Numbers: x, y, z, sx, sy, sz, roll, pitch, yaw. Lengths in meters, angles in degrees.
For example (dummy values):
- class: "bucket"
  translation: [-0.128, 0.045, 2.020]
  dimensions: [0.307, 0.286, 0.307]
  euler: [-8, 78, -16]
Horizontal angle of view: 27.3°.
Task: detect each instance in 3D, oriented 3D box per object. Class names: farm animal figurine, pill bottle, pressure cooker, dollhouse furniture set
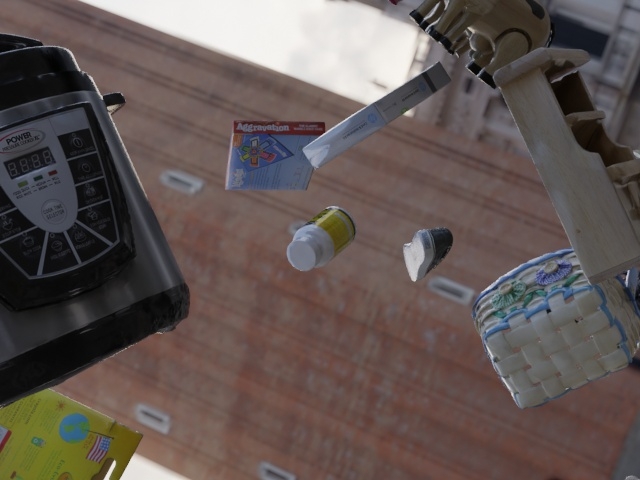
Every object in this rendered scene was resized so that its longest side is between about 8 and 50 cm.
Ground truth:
- class: "farm animal figurine"
  translation: [0.205, -0.347, 1.806]
  dimensions: [0.327, 0.330, 0.172]
  euler: [35, -79, -33]
- class: "pill bottle"
  translation: [0.000, 0.000, 1.887]
  dimensions: [0.116, 0.065, 0.065]
  euler: [-40, -31, -54]
- class: "pressure cooker"
  translation: [-0.385, -0.027, 1.460]
  dimensions: [0.376, 0.420, 0.370]
  euler: [-24, -1, 9]
- class: "dollhouse furniture set"
  translation: [0.430, -0.153, 1.407]
  dimensions: [0.394, 0.256, 0.362]
  euler: [-27, -5, 27]

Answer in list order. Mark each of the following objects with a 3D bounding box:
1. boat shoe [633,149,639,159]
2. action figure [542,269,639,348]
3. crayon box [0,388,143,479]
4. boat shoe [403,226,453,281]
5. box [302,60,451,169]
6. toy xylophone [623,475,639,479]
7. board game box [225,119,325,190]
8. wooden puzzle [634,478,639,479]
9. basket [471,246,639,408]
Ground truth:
- class: "boat shoe"
  translation: [0.421, -0.061, 1.831]
  dimensions: [0.341, 0.110, 0.121]
  euler: [143, 112, -81]
- class: "action figure"
  translation: [0.529, 0.117, 2.434]
  dimensions: [0.141, 0.276, 0.164]
  euler: [119, 153, -73]
- class: "crayon box"
  translation: [-0.456, 0.347, 2.129]
  dimensions: [0.202, 0.319, 0.081]
  euler: [-62, -20, -17]
- class: "boat shoe"
  translation: [0.132, 0.016, 1.612]
  dimensions: [0.142, 0.040, 0.049]
  euler: [113, 142, -76]
- class: "box"
  translation: [0.079, -0.173, 1.811]
  dimensions: [0.145, 0.038, 0.186]
  euler: [-30, 3, 41]
- class: "toy xylophone"
  translation: [0.565, 0.378, 1.805]
  dimensions: [0.236, 0.323, 0.081]
  euler: [-28, 37, 36]
- class: "board game box"
  translation: [-0.080, -0.136, 2.169]
  dimensions: [0.281, 0.145, 0.027]
  euler: [114, 155, -73]
- class: "wooden puzzle"
  translation: [0.299, 0.444, 1.368]
  dimensions: [0.322, 0.347, 0.080]
  euler: [-29, -12, 34]
- class: "basket"
  translation: [0.361, 0.116, 1.976]
  dimensions: [0.255, 0.201, 0.289]
  euler: [-28, 4, 15]
